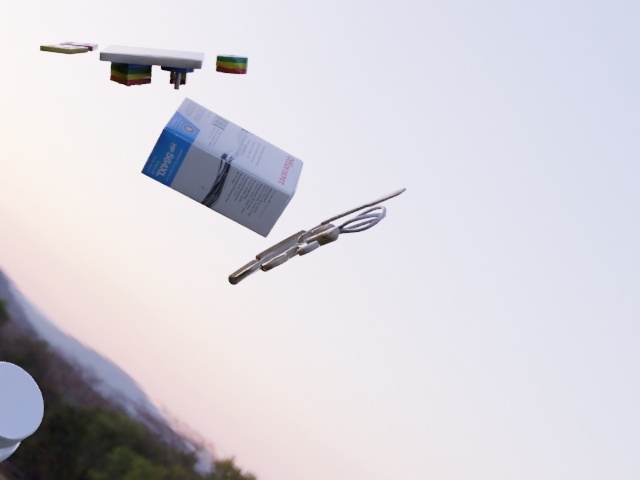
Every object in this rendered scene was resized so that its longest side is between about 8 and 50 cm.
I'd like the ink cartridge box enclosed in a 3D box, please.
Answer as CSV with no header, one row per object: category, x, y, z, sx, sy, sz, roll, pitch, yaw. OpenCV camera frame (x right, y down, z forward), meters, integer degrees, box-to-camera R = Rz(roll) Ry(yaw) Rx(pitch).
ink cartridge box,-0.137,-0.106,1.533,0.203,0.086,0.148,29,24,-7

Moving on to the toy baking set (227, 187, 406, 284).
toy baking set,-0.004,0.001,1.449,0.197,0.256,0.030,-11,-74,62

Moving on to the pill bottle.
pill bottle,-0.610,0.324,1.805,0.283,0.161,0.161,-31,-66,31

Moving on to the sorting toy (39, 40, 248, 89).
sorting toy,-0.235,-0.234,1.438,0.275,0.046,0.132,4,14,-6
